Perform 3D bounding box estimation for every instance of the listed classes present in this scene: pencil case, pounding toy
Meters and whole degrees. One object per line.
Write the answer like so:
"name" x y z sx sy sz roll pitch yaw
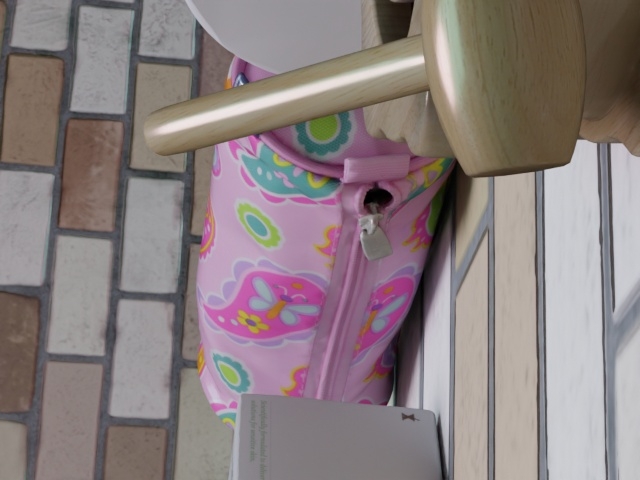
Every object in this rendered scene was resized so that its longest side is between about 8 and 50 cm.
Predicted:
"pencil case" 0.000 0.000 1.028 0.284 0.124 0.124 103 170 -55
"pounding toy" 0.027 -0.101 0.559 0.269 0.154 0.154 -133 43 -83

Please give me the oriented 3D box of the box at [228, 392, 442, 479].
"box" 0.004 0.140 0.941 0.101 0.102 0.087 -91 9 -57

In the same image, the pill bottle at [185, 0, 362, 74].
"pill bottle" 0.004 -0.210 0.904 0.283 0.160 0.160 -91 7 -47
